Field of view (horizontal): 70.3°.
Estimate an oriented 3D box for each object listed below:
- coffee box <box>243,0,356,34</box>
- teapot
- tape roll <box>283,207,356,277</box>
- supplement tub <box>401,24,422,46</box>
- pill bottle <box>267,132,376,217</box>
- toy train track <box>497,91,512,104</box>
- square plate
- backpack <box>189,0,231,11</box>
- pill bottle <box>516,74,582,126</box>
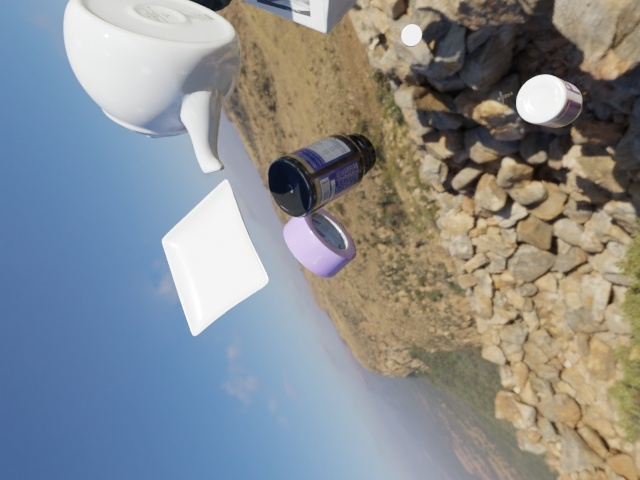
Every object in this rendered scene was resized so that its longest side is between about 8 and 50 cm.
[{"bbox_3d":[-0.045,-0.645,0.773,0.334,0.338,0.338,26,154,12],"label":"coffee box"},{"bbox_3d":[-0.247,-0.243,0.675,0.256,0.252,0.187,-94,19,-49],"label":"teapot"},{"bbox_3d":[0.000,0.000,1.186,0.189,0.080,0.189,36,-153,-21],"label":"tape roll"},{"bbox_3d":[0.318,-0.713,1.586,0.071,0.071,0.107,62,-162,-14],"label":"supplement tub"},{"bbox_3d":[0.011,-0.141,0.915,0.123,0.219,0.123,27,133,34],"label":"pill bottle"},{"bbox_3d":[0.688,-0.535,1.688,0.014,0.083,0.048,2,117,61],"label":"toy train track"},{"bbox_3d":[-0.317,0.055,1.354,0.049,0.344,0.347,7,-127,-55],"label":"square plate"},{"bbox_3d":[-0.332,-0.715,1.286,0.115,0.152,0.182,94,157,-43],"label":"backpack"},{"bbox_3d":[0.558,-0.328,1.090,0.108,0.193,0.108,8,101,43],"label":"pill bottle"}]
